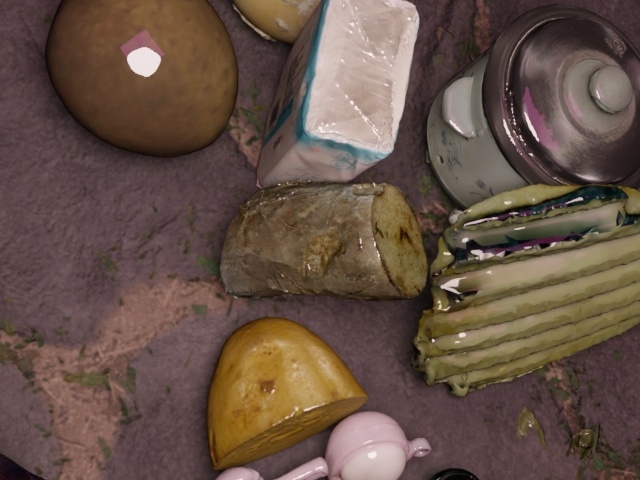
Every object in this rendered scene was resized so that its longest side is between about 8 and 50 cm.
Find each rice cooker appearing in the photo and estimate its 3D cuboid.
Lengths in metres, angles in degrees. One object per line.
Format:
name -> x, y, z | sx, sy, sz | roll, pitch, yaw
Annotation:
rice cooker -> 0.296, -0.160, 1.020 | 0.316, 0.316, 0.264 | 9, 79, -15

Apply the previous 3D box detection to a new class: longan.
longan -> -0.212, -0.215, 0.928 | 0.246, 0.215, 0.246 | 18, 68, -55

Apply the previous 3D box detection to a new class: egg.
egg -> -0.042, -0.354, 1.020 | 0.201, 0.164, 0.164 | 36, 73, -4

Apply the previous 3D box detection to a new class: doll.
doll -> -0.030, 0.304, 0.930 | 0.365, 0.160, 0.094 | -14, 44, -15

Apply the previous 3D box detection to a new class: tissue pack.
tissue pack -> 0.012, -0.171, 0.949 | 0.124, 0.271, 0.201 | 18, 77, -14

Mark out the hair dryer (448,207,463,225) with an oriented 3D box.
hair dryer -> 0.223, 0.010, 1.092 | 0.047, 0.082, 0.137 | -17, 71, -18

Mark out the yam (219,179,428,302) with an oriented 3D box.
yam -> 0.000, 0.000, 0.921 | 0.154, 0.254, 0.154 | 5, 83, -53

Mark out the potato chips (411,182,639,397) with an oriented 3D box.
potato chips -> 0.314, 0.064, 0.986 | 0.429, 0.358, 0.070 | -15, 46, -9

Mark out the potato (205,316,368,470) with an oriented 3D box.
potato -> -0.063, 0.174, 0.936 | 0.178, 0.203, 0.158 | 6, 49, -52

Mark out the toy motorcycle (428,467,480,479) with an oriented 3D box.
toy motorcycle -> 0.115, 0.440, 0.963 | 0.331, 0.125, 0.196 | -35, 100, -16

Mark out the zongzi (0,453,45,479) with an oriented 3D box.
zongzi -> -0.489, 0.328, 0.630 | 0.208, 0.432, 0.403 | 20, 73, 24
